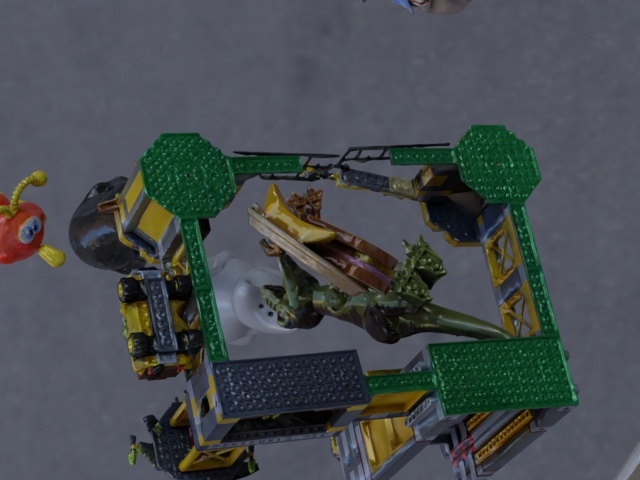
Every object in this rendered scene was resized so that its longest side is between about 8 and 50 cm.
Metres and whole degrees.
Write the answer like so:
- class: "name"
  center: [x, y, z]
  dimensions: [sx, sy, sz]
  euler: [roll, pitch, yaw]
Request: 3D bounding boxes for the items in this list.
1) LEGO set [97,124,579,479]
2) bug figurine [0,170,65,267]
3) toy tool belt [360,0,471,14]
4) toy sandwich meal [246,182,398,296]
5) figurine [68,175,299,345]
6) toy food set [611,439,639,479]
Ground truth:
- class: "LEGO set"
  center: [0.000, 0.061, 1.244]
  dimensions: [0.192, 0.331, 0.255]
  euler: [-52, 54, 56]
- class: "bug figurine"
  center: [-0.290, 0.036, 1.101]
  dimensions: [0.216, 0.279, 0.072]
  euler: [19, 143, 19]
- class: "toy tool belt"
  center: [0.030, -0.131, 0.840]
  dimensions: [0.083, 0.051, 0.052]
  euler: [41, 126, 27]
- class: "toy sandwich meal"
  center: [0.000, 0.000, 0.982]
  dimensions: [0.085, 0.085, 0.029]
  euler: [35, 90, 43]
- class: "figurine"
  center: [-0.119, 0.022, 1.761]
  dimensions: [0.092, 0.215, 0.209]
  euler: [-57, 13, -9]
- class: "toy food set"
  center: [0.247, 0.153, 1.179]
  dimensions: [0.092, 0.220, 0.306]
  euler: [-108, 35, -47]
